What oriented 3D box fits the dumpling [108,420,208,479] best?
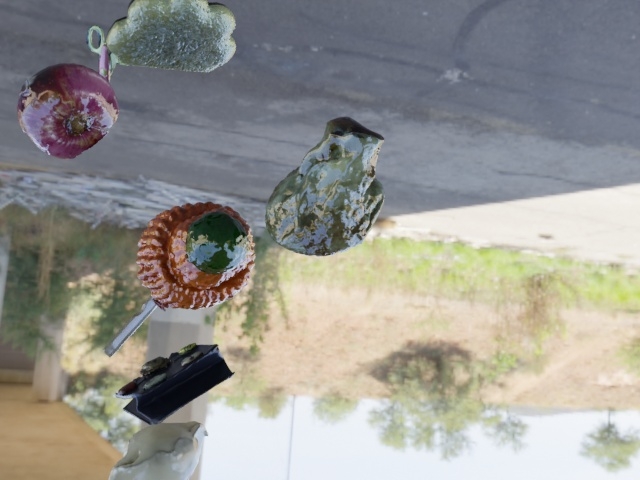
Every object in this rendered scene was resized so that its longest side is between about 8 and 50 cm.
[{"bbox_3d":[-0.351,0.502,1.504,0.147,0.193,0.258,16,-161,36],"label":"dumpling"}]

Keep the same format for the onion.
[{"bbox_3d":[-0.563,-0.295,1.508,0.207,0.200,0.200,-19,167,13],"label":"onion"}]

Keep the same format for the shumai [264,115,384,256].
[{"bbox_3d":[0.005,-0.111,1.352,0.222,0.272,0.203,26,153,22],"label":"shumai"}]

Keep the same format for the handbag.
[{"bbox_3d":[-0.470,0.434,2.154,0.303,0.122,0.329,-30,-169,-29],"label":"handbag"}]

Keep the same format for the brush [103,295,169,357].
[{"bbox_3d":[-0.472,0.200,1.905,0.050,0.321,0.060,34,160,17],"label":"brush"}]

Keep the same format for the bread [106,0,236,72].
[{"bbox_3d":[-0.303,-0.449,1.465,0.287,0.056,0.207,-6,150,-28],"label":"bread"}]

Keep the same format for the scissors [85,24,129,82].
[{"bbox_3d":[-0.516,-0.407,1.642,0.134,0.187,0.020,27,-152,7],"label":"scissors"}]

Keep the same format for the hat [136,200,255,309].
[{"bbox_3d":[-0.255,-0.003,1.569,0.285,0.285,0.400,7,156,-24],"label":"hat"}]
